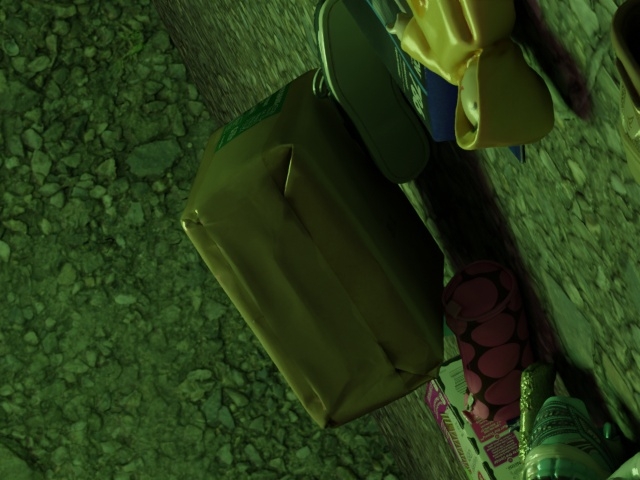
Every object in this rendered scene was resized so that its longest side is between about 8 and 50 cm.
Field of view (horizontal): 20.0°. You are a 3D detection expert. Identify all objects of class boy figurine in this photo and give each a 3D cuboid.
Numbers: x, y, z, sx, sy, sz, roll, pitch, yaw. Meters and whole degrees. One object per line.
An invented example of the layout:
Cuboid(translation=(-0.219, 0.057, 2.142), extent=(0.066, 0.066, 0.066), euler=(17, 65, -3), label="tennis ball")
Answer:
Cuboid(translation=(0.101, -0.199, 1.531), extent=(0.285, 0.092, 0.177), euler=(65, 156, 9), label="boy figurine")

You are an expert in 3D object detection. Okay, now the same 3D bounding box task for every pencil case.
Cuboid(translation=(0.188, 0.118, 2.030), extent=(0.095, 0.098, 0.209), euler=(55, 168, 44), label="pencil case")

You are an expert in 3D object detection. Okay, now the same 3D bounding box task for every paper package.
Cuboid(translation=(0.000, 0.000, 2.045), extent=(0.309, 0.168, 0.325), euler=(57, -165, -15), label="paper package")

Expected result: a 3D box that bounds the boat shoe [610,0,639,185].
Cuboid(translation=(0.246, -0.050, 1.011), extent=(0.110, 0.121, 0.341), euler=(66, 173, -27), label="boat shoe")

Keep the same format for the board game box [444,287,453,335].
Cuboid(translation=(0.092, 0.098, 2.343), extent=(0.210, 0.160, 0.047), euler=(-155, 54, -78), label="board game box")

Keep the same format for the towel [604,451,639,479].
Cuboid(translation=(0.343, 0.349, 1.617), extent=(0.320, 0.090, 0.374), euler=(49, 164, 12), label="towel")

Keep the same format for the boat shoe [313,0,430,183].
Cuboid(translation=(0.047, -0.176, 2.012), extent=(0.079, 0.095, 0.254), euler=(35, 162, 50), label="boat shoe")

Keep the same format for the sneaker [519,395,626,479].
Cuboid(translation=(0.294, 0.254, 1.874), extent=(0.283, 0.110, 0.122), euler=(51, -140, -49), label="sneaker")

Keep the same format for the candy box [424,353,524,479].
Cuboid(translation=(0.225, 0.276, 2.410), extent=(0.233, 0.071, 0.159), euler=(60, 171, 17), label="candy box")

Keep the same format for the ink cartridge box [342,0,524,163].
Cuboid(translation=(0.083, -0.220, 1.727), extent=(0.333, 0.065, 0.165), euler=(57, 170, 31), label="ink cartridge box")

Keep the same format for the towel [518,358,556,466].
Cuboid(translation=(0.234, 0.183, 1.931), extent=(0.148, 0.027, 0.110), euler=(2, -91, -75), label="towel")
